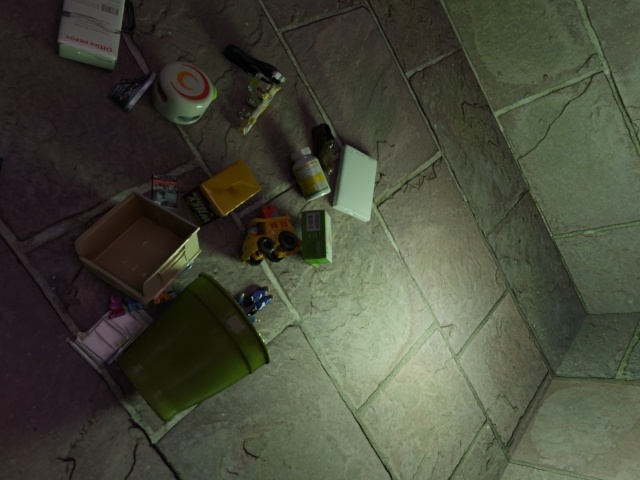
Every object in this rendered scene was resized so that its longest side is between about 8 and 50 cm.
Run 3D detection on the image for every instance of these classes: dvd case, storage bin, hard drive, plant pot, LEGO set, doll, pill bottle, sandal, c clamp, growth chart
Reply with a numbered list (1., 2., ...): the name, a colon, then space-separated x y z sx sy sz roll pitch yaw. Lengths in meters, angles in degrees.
1. dvd case: -0.543 -0.172 1.635 0.087 0.013 0.119 4 77 -36
2. storage bin: -0.551 0.021 1.435 0.262 0.123 0.260 28 56 13
3. hard drive: 0.162 -0.264 2.164 0.203 0.040 0.307 21 69 -32
4. plant pot: -0.406 0.346 1.448 0.353 0.366 0.366 -37 103 -24
5. LEGO set: -0.558 0.166 1.490 0.227 0.087 0.093 -16 86 -46
6. doll: -0.257 0.246 1.738 0.189 0.046 0.129 -31 98 -37
7. pill bottle: -0.048 -0.278 1.960 0.117 0.117 0.208 -28 98 -37
8. sandal: -0.276 -0.695 1.901 0.254 0.097 0.054 22 65 -20
9. c clamp: -0.717 -0.806 1.638 0.137 0.022 0.161 -11 85 -43
10. LEGO set: -0.261 -0.562 1.867 0.107 0.132 0.287 37 94 -14
11. growth chart: -0.635 0.295 1.462 0.237 0.021 0.172 -42 106 -35

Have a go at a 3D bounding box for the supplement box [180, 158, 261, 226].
1. supplement box: -0.354 -0.166 1.660 0.191 0.194 0.129 -42 106 -35

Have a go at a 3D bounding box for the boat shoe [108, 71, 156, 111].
1. boat shoe: -0.640 -0.533 1.606 0.083 0.065 0.183 39 61 -26

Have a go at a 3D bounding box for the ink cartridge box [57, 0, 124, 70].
1. ink cartridge box: -0.744 -0.700 1.527 0.172 0.100 0.237 8 78 -28

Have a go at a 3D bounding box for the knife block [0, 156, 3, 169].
1. knife block: -0.929 -0.093 1.282 0.242 0.088 0.276 -44 106 -34

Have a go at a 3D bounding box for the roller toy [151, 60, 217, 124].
1. roller toy: -0.494 -0.519 1.662 0.209 0.146 0.191 33 53 -21

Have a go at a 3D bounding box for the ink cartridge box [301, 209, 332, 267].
1. ink cartridge box: 0.000 0.000 1.864 0.255 0.097 0.189 41 47 -73

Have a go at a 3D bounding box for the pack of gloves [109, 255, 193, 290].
1. pack of gloves: -0.541 0.055 1.503 0.232 0.046 0.195 -30 63 -36

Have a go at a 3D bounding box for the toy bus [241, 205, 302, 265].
1. toy bus: -0.207 -0.028 1.784 0.220 0.149 0.211 -10 74 -35

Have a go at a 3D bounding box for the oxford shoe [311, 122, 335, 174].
1. oxford shoe: 0.024 -0.404 2.056 0.083 0.096 0.227 -12 89 -40
